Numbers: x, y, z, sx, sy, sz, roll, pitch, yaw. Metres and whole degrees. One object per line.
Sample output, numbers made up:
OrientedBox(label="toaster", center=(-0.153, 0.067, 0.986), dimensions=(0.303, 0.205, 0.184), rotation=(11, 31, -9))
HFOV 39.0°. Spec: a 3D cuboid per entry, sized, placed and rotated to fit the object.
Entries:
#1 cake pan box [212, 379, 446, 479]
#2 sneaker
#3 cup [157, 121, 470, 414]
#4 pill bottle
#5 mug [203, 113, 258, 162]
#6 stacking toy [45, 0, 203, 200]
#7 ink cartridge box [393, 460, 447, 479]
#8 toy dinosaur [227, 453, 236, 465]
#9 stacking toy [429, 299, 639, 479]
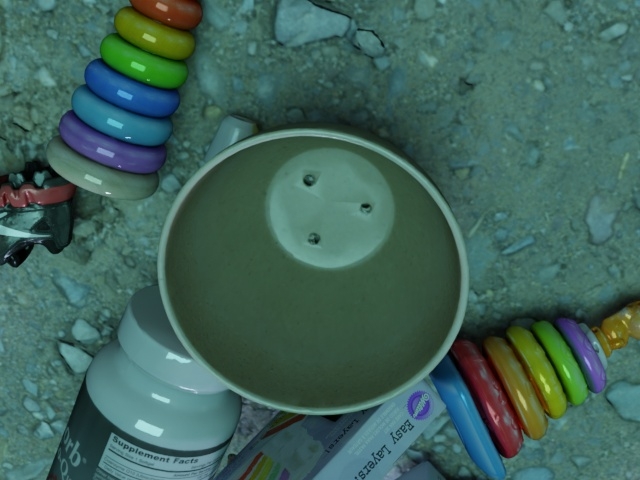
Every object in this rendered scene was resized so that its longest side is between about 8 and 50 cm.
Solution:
OrientedBox(label="cake pan box", center=(0.003, 0.251, 1.105), dimensions=(0.267, 0.246, 0.070), rotation=(-44, 105, -15))
OrientedBox(label="sneaker", center=(-0.443, -0.026, 1.168), dimensions=(0.276, 0.097, 0.135), rotation=(-3, 109, 6))
OrientedBox(label="cup", center=(0.000, 0.000, 1.056), dimensions=(0.331, 0.237, 0.331), rotation=(2, 112, 5))
OrientedBox(label="pill bottle", center=(-0.228, 0.254, 1.199), dimensions=(0.210, 0.210, 0.363), rotation=(23, 112, -4))
OrientedBox(label="mug", center=(-0.102, -0.121, 1.124), dimensions=(0.062, 0.078, 0.064), rotation=(27, 106, 30))
OrientedBox(label="stacking toy", center=(-0.207, -0.220, 1.058), dimensions=(0.141, 0.141, 0.330), rotation=(23, 106, -3))
OrientedBox(label="ink cartridge box", center=(0.189, 0.472, 1.219), dimensions=(0.117, 0.201, 0.278), rotation=(-38, 104, 19))
OrientedBox(label="toy dinosaur", center=(-0.032, 0.345, 1.266), dimensions=(0.211, 0.112, 0.064), rotation=(16, 112, -1))
OrientedBox(label="stacking toy", center=(0.299, 0.156, 1.152), dimensions=(0.302, 0.175, 0.166), rotation=(-27, 108, 1))
